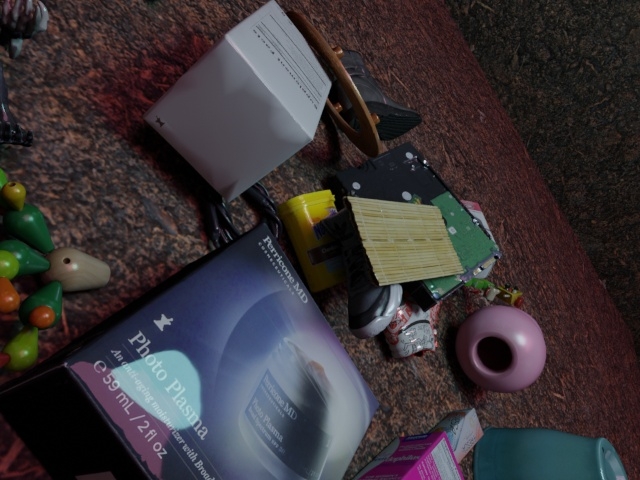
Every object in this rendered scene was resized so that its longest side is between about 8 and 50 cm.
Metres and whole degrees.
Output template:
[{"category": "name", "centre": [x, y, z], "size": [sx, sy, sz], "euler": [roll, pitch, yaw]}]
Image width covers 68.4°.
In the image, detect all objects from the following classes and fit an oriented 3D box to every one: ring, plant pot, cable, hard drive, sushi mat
[{"category": "ring", "centre": [0.031, -0.318, 0.972], "size": [0.336, 0.032, 0.336], "euler": [54, 0, 0]}, {"category": "plant pot", "centre": [0.520, 0.541, 1.038], "size": [0.272, 0.255, 0.271], "euler": [28, 50, -38]}, {"category": "cable", "centre": [-0.127, -0.060, 0.777], "size": [0.151, 0.047, 0.184], "euler": [3, 66, -48]}, {"category": "hard drive", "centre": [0.207, -0.042, 1.021], "size": [0.237, 0.064, 0.339], "euler": [-29, 73, -30]}, {"category": "sushi mat", "centre": [0.158, -0.001, 0.834], "size": [0.317, 0.019, 0.151], "euler": [-1, 69, -50]}]

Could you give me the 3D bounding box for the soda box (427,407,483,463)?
[{"category": "soda box", "centre": [0.274, 0.412, 0.979], "size": [0.183, 0.058, 0.062], "euler": [-7, 75, -53]}]

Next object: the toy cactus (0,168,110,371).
[{"category": "toy cactus", "centre": [-0.300, 0.033, 0.482], "size": [0.219, 0.112, 0.180], "euler": [57, 10, 21]}]

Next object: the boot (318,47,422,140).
[{"category": "boot", "centre": [0.140, -0.396, 1.254], "size": [0.338, 0.118, 0.222], "euler": [-5, 68, -56]}]

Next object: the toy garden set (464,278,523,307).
[{"category": "toy garden set", "centre": [0.399, 0.097, 1.215], "size": [0.244, 0.049, 0.204], "euler": [13, 15, -46]}]

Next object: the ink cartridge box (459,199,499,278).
[{"category": "ink cartridge box", "centre": [0.332, -0.015, 1.179], "size": [0.159, 0.092, 0.217], "euler": [9, 39, -5]}]

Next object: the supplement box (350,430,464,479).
[{"category": "supplement box", "centre": [0.136, 0.414, 0.765], "size": [0.220, 0.111, 0.113], "euler": [-8, 75, -53]}]

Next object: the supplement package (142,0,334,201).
[{"category": "supplement package", "centre": [-0.110, -0.233, 0.753], "size": [0.175, 0.178, 0.293], "euler": [47, 29, -22]}]

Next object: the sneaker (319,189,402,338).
[{"category": "sneaker", "centre": [0.061, 0.029, 0.802], "size": [0.153, 0.101, 0.268], "euler": [45, 38, -25]}]

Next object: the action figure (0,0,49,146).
[{"category": "action figure", "centre": [-0.383, -0.234, 0.497], "size": [0.164, 0.141, 0.275], "euler": [-9, 80, -51]}]

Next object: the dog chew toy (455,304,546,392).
[{"category": "dog chew toy", "centre": [0.473, 0.261, 1.204], "size": [0.332, 0.207, 0.206], "euler": [1, 68, -59]}]

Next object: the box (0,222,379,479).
[{"category": "box", "centre": [-0.117, 0.183, 0.539], "size": [0.296, 0.183, 0.294], "euler": [58, 36, -9]}]

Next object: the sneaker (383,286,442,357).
[{"category": "sneaker", "centre": [0.220, 0.168, 1.034], "size": [0.270, 0.090, 0.144], "euler": [-12, 80, -49]}]

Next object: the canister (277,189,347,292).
[{"category": "canister", "centre": [0.000, 0.000, 0.877], "size": [0.126, 0.073, 0.169], "euler": [-19, 86, -53]}]
